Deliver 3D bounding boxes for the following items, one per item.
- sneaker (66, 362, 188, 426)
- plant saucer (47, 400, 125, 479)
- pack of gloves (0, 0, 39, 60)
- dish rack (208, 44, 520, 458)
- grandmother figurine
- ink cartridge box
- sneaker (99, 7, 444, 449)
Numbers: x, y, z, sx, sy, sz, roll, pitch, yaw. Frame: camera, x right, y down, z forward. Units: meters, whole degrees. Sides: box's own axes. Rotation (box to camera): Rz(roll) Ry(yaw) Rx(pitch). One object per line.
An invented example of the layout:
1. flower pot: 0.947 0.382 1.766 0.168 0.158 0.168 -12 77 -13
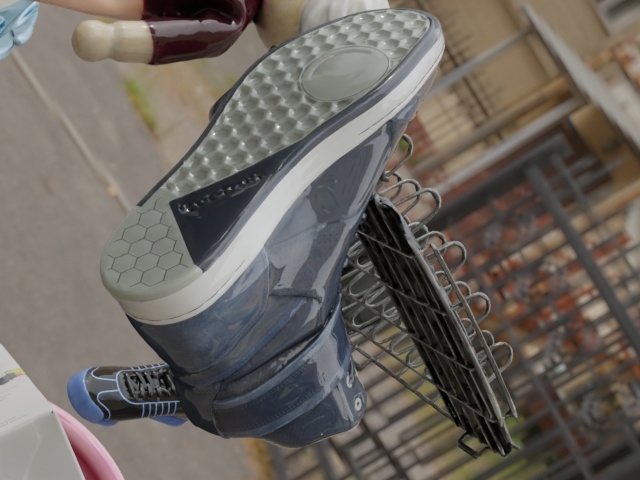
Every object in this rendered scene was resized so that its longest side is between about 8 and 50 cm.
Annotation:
1. sneaker: -0.216 0.186 1.936 0.232 0.090 0.081 12 53 -54
2. plant saucer: -0.332 0.299 1.422 0.332 0.332 0.084 59 -9 6
3. pack of gloves: -0.334 -0.177 1.444 0.232 0.195 0.046 -82 149 -58
4. dish rack: 0.035 0.007 0.902 0.208 0.074 0.271 61 -13 -26
5. grandmother figurine: -0.117 -0.186 1.066 0.104 0.342 0.208 106 -4 -58
6. ink cartridge box: -0.184 0.129 0.892 0.181 0.061 0.104 25 -43 65
7. sneaker: -0.002 0.000 0.776 0.086 0.226 0.163 21 -32 40
